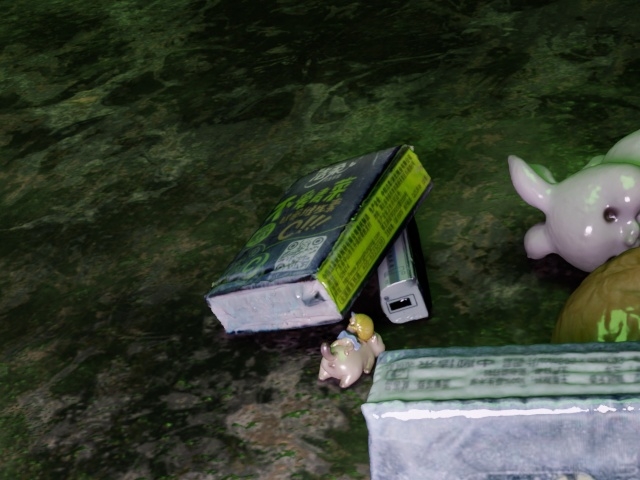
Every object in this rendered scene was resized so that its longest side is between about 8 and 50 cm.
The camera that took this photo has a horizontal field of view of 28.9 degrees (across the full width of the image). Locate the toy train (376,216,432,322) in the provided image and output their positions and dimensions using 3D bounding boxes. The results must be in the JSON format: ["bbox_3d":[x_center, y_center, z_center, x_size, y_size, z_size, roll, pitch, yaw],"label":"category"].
[{"bbox_3d":[0.083,0.005,1.380,0.048,0.055,0.252,-22,26,10],"label":"toy train"}]

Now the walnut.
[{"bbox_3d":[0.278,0.095,1.038,0.167,0.167,0.207,7,34,28],"label":"walnut"}]

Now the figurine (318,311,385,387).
[{"bbox_3d":[0.031,0.103,1.217,0.047,0.050,0.083,16,38,30],"label":"figurine"}]

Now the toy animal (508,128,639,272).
[{"bbox_3d":[0.309,-0.044,1.316,0.193,0.127,0.178,-25,29,-23],"label":"toy animal"}]

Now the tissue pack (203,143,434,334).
[{"bbox_3d":[0.000,0.000,1.326,0.173,0.073,0.235,-14,28,40],"label":"tissue pack"}]

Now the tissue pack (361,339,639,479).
[{"bbox_3d":[0.197,0.180,0.836,0.315,0.228,0.103,-3,24,13],"label":"tissue pack"}]
